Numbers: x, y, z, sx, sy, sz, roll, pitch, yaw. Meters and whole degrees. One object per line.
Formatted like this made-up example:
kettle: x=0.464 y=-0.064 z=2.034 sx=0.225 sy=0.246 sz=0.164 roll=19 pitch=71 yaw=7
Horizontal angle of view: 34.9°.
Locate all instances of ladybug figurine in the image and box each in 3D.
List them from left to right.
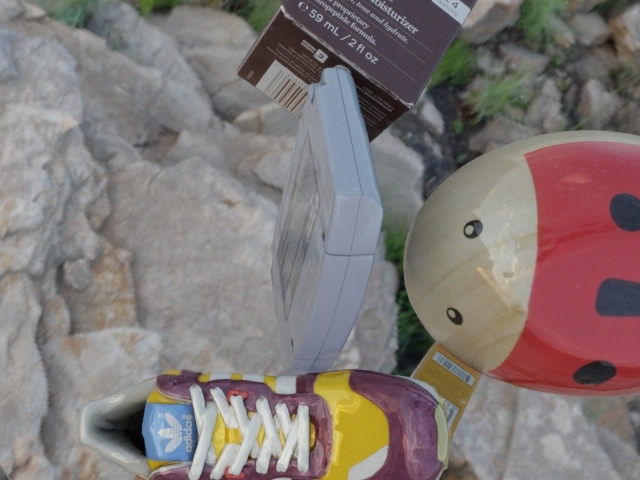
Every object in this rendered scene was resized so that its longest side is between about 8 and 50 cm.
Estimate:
ladybug figurine: x=0.318 y=0.039 z=1.109 sx=0.449 sy=0.162 sz=0.305 roll=2 pitch=105 yaw=-13

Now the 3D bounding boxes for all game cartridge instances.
game cartridge: x=0.000 y=0.000 z=1.039 sx=0.062 sy=0.297 sz=0.198 roll=-2 pitch=52 yaw=-16

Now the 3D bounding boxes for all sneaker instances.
sneaker: x=-0.031 y=0.090 z=0.454 sx=0.084 sy=0.185 sz=0.070 roll=14 pitch=71 yaw=-45

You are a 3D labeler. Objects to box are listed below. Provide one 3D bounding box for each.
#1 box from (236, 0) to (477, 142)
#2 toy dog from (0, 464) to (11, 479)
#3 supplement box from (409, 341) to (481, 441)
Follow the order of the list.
box: x=0.045 y=-0.233 z=1.104 sx=0.168 sy=0.167 sz=0.203 roll=35 pitch=67 yaw=-8
toy dog: x=-0.389 y=0.244 z=0.817 sx=0.395 sy=0.408 sz=0.285 roll=45 pitch=46 yaw=-27
supplement box: x=0.125 y=0.204 z=1.220 sx=0.080 sy=0.078 sz=0.233 roll=36 pitch=23 yaw=9
